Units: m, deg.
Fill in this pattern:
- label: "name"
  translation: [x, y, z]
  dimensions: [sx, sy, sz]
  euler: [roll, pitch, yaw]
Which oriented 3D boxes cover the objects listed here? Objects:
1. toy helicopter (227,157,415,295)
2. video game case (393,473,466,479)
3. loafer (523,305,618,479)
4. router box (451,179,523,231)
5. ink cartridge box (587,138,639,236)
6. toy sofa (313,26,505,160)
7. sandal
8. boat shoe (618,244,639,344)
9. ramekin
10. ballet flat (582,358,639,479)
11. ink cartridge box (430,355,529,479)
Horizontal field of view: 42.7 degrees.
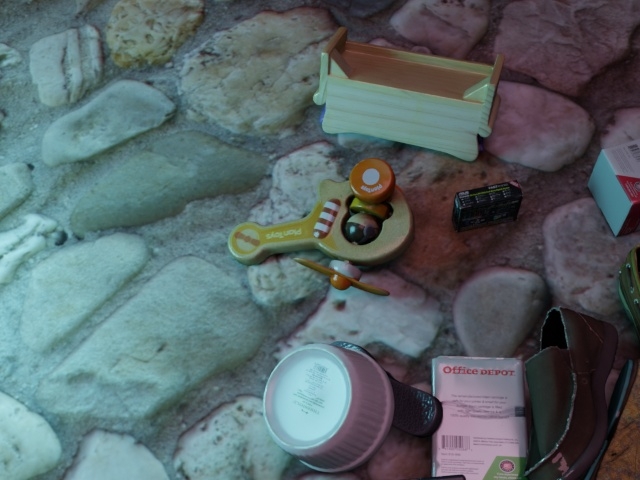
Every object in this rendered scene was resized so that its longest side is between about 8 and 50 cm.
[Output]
- label: "toy helicopter"
  translation: [0.000, 0.000, 1.522]
  dimensions: [0.355, 0.140, 0.234]
  euler: [-10, 70, 12]
- label: "video game case"
  translation: [0.109, 0.502, 1.221]
  dimensions: [0.248, 0.035, 0.274]
  euler: [-6, 80, 2]
- label: "loafer"
  translation: [0.366, 0.242, 1.286]
  dimensions: [0.130, 0.133, 0.366]
  euler: [33, 41, 0]
- label: "router box"
  translation: [0.310, -0.063, 1.528]
  dimensions: [0.123, 0.092, 0.038]
  euler: [-11, 61, -2]
- label: "ink cartridge box"
  translation: [0.611, -0.109, 1.507]
  dimensions: [0.176, 0.127, 0.128]
  euler: [-16, 61, -4]
- label: "toy sofa"
  translation: [0.179, -0.300, 1.655]
  dimensions: [0.363, 0.177, 0.150]
  euler: [12, 39, 11]
- label: "sandal"
  translation: [0.097, 0.255, 1.372]
  dimensions: [0.254, 0.054, 0.097]
  euler: [30, 88, 39]
- label: "boat shoe"
  translation: [0.570, 0.130, 1.334]
  dimensions: [0.111, 0.104, 0.307]
  euler: [-15, 39, -3]
- label: "ramekin"
  translation: [0.004, 0.264, 1.322]
  dimensions: [0.207, 0.109, 0.207]
  euler: [-14, 62, 27]
- label: "ballet flat"
  translation: [0.476, 0.323, 1.250]
  dimensions: [0.123, 0.123, 0.348]
  euler: [26, 43, 17]
- label: "ink cartridge box"
  translation: [0.256, 0.302, 1.335]
  dimensions: [0.153, 0.087, 0.208]
  euler: [2, 63, 7]
